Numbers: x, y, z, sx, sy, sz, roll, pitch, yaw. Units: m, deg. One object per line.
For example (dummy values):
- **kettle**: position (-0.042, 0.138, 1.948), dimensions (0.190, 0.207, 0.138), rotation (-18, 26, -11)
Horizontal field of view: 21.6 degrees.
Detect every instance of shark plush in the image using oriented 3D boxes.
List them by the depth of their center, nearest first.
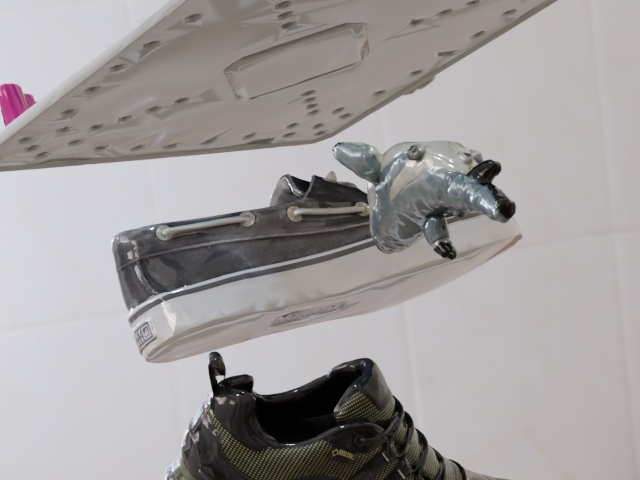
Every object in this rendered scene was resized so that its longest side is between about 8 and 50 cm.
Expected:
- **shark plush**: position (0.072, -0.021, 0.928), dimensions (0.073, 0.067, 0.161), rotation (-3, 5, -34)

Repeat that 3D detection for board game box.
- **board game box**: position (-0.023, -0.157, 1.290), dimensions (0.390, 0.050, 0.390), rotation (-9, -14, -43)

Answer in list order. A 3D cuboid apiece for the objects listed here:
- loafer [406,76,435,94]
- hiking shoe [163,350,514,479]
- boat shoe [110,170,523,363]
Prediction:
- **loafer**: position (0.020, -0.297, 1.810), dimensions (0.112, 0.319, 0.111), rotation (-31, 16, 12)
- **hiking shoe**: position (0.032, 0.128, 0.949), dimensions (0.226, 0.114, 0.086), rotation (11, 29, -16)
- **boat shoe**: position (0.000, 0.000, 1.161), dimensions (0.301, 0.102, 0.108), rotation (-14, -15, -23)
